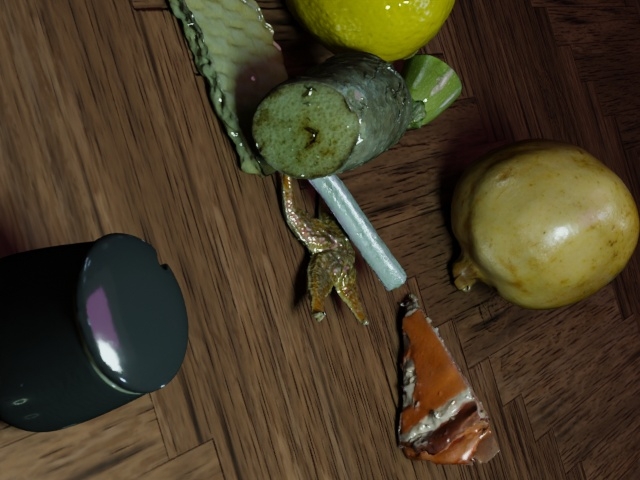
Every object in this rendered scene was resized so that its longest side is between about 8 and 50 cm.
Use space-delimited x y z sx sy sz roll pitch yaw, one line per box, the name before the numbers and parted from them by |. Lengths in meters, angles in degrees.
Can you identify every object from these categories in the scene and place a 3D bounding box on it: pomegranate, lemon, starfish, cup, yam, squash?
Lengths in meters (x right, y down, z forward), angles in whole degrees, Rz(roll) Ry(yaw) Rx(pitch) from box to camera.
pomegranate | 0.351 -0.029 2.076 0.307 0.307 0.307 32 51 -49
lemon | 0.057 -0.385 1.806 0.320 0.245 0.245 61 33 -24
starfish | -0.003 0.001 1.727 0.138 0.050 0.247 20 48 -57
cup | -0.213 0.071 1.226 0.169 0.176 0.223 64 33 -10
yam | 0.026 -0.161 1.679 0.254 0.154 0.154 -35 106 -65
squash | 0.148 -0.208 2.040 0.105 0.105 0.132 53 52 -31

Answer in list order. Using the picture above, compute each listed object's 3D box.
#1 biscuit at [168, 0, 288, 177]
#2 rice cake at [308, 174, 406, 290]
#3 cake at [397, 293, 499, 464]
biscuit | -0.098 -0.222 1.682 0.187 0.036 0.273 -40 110 -57
rice cake | 0.048 -0.019 1.745 0.208 0.033 0.033 55 16 -17
cake | 0.152 0.198 1.859 0.098 0.135 0.287 36 27 -40
